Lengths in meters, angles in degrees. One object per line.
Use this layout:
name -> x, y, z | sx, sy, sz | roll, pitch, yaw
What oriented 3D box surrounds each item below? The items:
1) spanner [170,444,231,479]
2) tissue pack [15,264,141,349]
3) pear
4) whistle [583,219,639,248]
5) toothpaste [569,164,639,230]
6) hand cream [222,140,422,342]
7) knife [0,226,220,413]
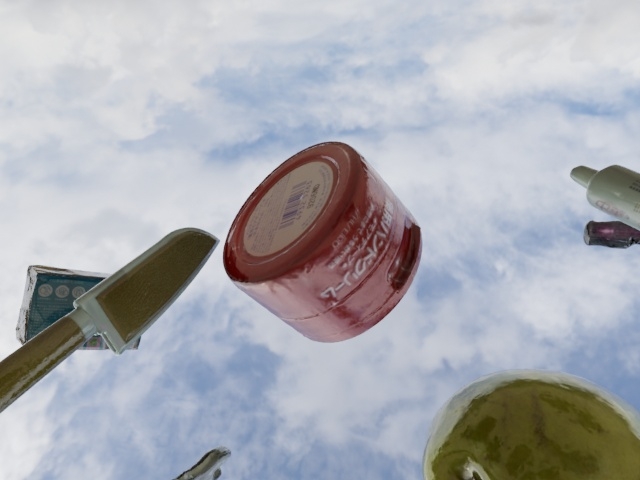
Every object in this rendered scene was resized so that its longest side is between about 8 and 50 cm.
spanner -> -0.174, 0.232, 0.367 | 0.017, 0.302, 0.071 | 36, -73, 24
tissue pack -> -0.371, 0.107, 0.735 | 0.082, 0.169, 0.120 | 10, -90, 52
pear -> 0.270, 0.276, 0.558 | 0.307, 0.253, 0.253 | 10, -149, -40
whistle -> 0.385, -0.003, 0.503 | 0.176, 0.033, 0.033 | 5, -133, 31
toothpaste -> 0.276, -0.003, 0.323 | 0.038, 0.060, 0.233 | -33, -138, -9
hand cream -> 0.000, 0.000, 0.502 | 0.193, 0.125, 0.193 | -30, -142, 27
knife -> -0.186, 0.069, 0.405 | 0.027, 0.061, 0.343 | -15, -159, 30
